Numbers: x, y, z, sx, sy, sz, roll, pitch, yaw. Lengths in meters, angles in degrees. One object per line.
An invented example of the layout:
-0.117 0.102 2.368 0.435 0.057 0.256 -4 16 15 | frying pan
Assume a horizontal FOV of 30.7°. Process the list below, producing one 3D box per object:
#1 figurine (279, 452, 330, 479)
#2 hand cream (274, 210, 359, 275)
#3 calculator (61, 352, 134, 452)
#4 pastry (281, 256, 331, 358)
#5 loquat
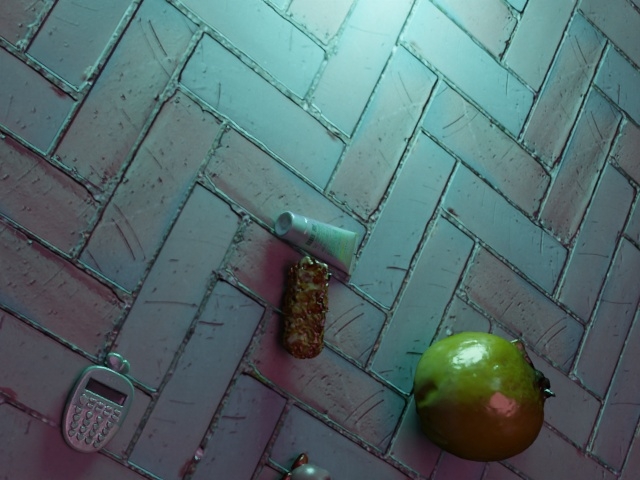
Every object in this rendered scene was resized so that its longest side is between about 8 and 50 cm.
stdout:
-0.026 0.399 1.905 0.071 0.067 0.083 44 80 -2 | figurine
0.000 0.000 1.969 0.174 0.047 0.076 22 74 -40 | hand cream
-0.329 0.242 1.738 0.095 0.021 0.153 31 71 -29 | calculator
-0.020 0.113 1.922 0.063 0.087 0.169 28 68 -65 | pastry
0.279 0.268 2.014 0.244 0.244 0.244 3 85 -34 | loquat
